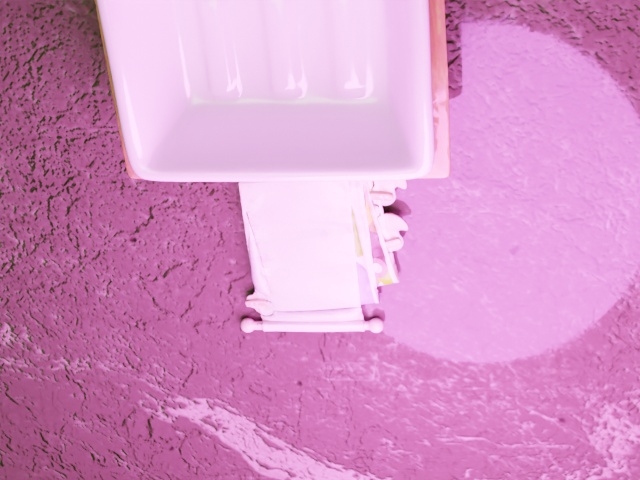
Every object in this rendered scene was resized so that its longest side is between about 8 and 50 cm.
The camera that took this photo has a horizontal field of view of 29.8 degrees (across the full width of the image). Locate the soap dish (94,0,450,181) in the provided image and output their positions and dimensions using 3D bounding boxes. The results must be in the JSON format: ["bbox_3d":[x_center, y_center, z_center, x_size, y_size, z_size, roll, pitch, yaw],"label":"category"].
[{"bbox_3d":[-0.036,-0.165,1.018,0.291,0.118,0.228,0,121,11],"label":"soap dish"}]

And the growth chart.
[{"bbox_3d":[0.000,0.000,1.171,0.172,0.021,0.237,4,122,8],"label":"growth chart"}]
